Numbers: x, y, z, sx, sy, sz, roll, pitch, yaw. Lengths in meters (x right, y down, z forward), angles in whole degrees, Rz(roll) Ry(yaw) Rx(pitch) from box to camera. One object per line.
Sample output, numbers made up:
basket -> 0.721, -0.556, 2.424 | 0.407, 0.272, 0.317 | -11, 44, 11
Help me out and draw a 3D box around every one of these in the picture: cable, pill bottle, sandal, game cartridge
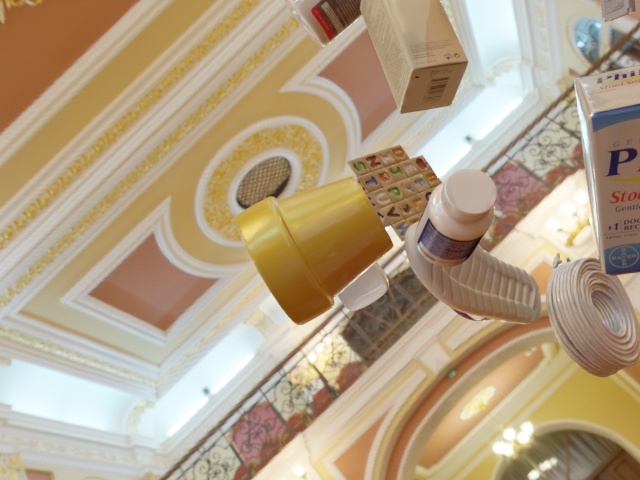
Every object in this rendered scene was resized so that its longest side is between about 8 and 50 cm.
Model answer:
cable -> 0.599, 0.163, 1.371 | 0.089, 0.257, 0.257 | -36, 10, 45
pill bottle -> 0.073, -0.685, 1.680 | 0.318, 0.176, 0.176 | -39, -33, 5
sandal -> 0.308, 0.094, 1.310 | 0.416, 0.169, 0.102 | 26, -34, -30
game cartridge -> 0.474, -0.384, 1.002 | 0.017, 0.083, 0.056 | -14, -80, -1
pill bottle -> 0.230, -0.039, 1.063 | 0.112, 0.112, 0.186 | -33, -18, -16

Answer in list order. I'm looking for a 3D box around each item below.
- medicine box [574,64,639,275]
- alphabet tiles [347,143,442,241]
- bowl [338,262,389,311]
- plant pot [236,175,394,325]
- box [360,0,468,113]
medicine box -> 0.537, -0.115, 0.932 | 0.264, 0.149, 0.289 | -9, -56, 20
alphabet tiles -> 0.237, -0.147, 1.849 | 0.343, 0.285, 0.011 | -22, -17, -37
bowl -> 0.100, 0.096, 1.615 | 0.142, 0.142, 0.053 | -34, -5, 30
plant pot -> 0.000, 0.000, 1.225 | 0.239, 0.254, 0.254 | -30, -33, 3
box -> 0.188, -0.439, 1.331 | 0.121, 0.311, 0.148 | -11, -24, -10
